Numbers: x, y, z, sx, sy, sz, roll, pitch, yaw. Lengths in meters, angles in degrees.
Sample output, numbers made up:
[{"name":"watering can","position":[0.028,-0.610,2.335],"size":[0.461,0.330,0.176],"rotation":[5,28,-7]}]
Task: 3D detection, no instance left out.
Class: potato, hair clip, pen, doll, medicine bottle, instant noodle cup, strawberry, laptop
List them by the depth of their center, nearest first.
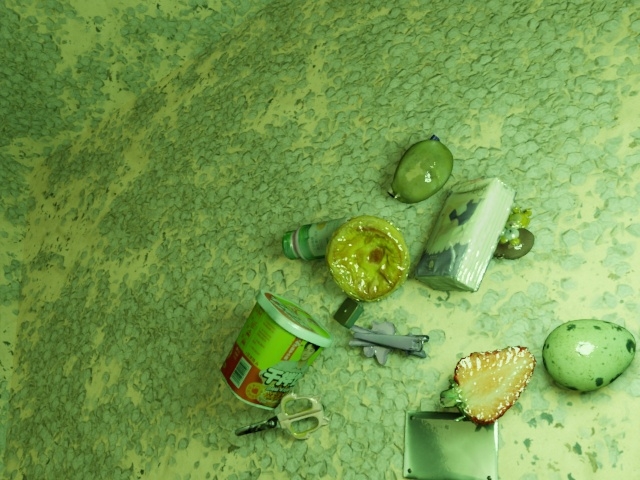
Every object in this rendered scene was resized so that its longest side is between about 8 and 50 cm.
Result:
[{"name":"strawberry","position":[0.460,0.400,1.569],"size":[0.286,0.106,0.188],"rotation":[-30,57,1]},{"name":"laptop","position":[0.358,0.573,1.592],"size":[0.268,0.015,0.188],"rotation":[-7,63,29]},{"name":"doll","position":[0.567,-0.022,1.727],"size":[0.145,0.096,0.188],"rotation":[-8,51,23]},{"name":"hair clip","position":[0.218,0.321,1.777],"size":[0.278,0.090,0.137],"rotation":[1,79,42]},{"name":"instant noodle cup","position":[-0.160,0.368,1.883],"size":[0.294,0.294,0.308],"rotation":[38,96,40]},{"name":"potato","position":[0.337,-0.226,1.940],"size":[0.251,0.159,0.174],"rotation":[-48,29,-10]},{"name":"pen","position":[0.330,-0.266,2.040],"size":[0.269,0.033,0.033],"rotation":[-50,50,0]},{"name":"medicine bottle","position":[0.000,0.000,2.047],"size":[0.274,0.133,0.134],"rotation":[-11,61,29]}]

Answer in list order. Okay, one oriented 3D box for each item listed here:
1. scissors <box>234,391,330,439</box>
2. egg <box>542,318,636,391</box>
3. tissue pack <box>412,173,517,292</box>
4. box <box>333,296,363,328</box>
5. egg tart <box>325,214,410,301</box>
[{"name":"scissors","position":[-0.130,0.578,1.827],"size":[0.317,0.024,0.160],"rotation":[-19,93,10]},{"name":"egg","position":[0.677,0.284,1.442],"size":[0.228,0.177,0.177],"rotation":[-17,56,6]},{"name":"tissue pack","position":[0.433,-0.018,1.730],"size":[0.344,0.125,0.242],"rotation":[-64,16,-12]},{"name":"box","position":[0.092,0.240,1.889],"size":[0.091,0.031,0.126],"rotation":[-55,16,-5]},{"name":"egg tart","position":[0.159,0.056,1.883],"size":[0.294,0.116,0.295],"rotation":[3,105,13]}]
